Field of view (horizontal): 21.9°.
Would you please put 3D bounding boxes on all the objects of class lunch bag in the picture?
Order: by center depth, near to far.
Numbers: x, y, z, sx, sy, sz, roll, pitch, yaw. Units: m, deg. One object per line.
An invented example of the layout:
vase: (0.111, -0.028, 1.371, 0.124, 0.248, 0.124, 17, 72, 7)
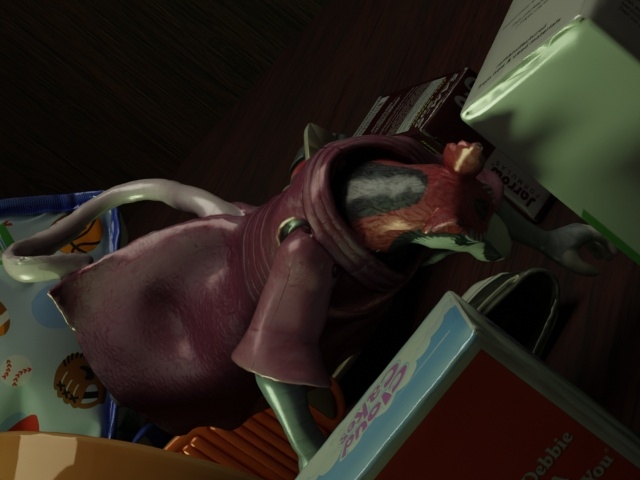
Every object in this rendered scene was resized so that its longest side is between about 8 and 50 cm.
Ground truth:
lunch bag: (-0.257, 0.189, 1.583, 0.328, 0.239, 0.385, 86, -179, -66)

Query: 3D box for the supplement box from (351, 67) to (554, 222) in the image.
supplement box: (0.117, -0.076, 1.464, 0.073, 0.130, 0.239, -55, 12, -10)

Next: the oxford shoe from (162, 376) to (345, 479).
oxford shoe: (-0.109, 0.239, 1.435, 0.364, 0.130, 0.133, -50, 6, 11)

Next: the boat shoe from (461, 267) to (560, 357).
boat shoe: (0.095, 0.104, 1.150, 0.219, 0.078, 0.070, -56, 11, -24)

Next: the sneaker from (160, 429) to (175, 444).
sneaker: (-0.125, 0.168, 1.790, 0.225, 0.088, 0.093, -48, 11, 20)

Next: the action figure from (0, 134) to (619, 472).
action figure: (0.000, 0.000, 1.061, 0.248, 0.276, 0.370, -40, -1, -34)

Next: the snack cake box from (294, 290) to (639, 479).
snack cake box: (0.051, 0.179, 0.910, 0.264, 0.152, 0.089, -51, 12, 7)

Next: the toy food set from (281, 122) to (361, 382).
toy food set: (-0.060, 0.067, 1.551, 0.306, 0.092, 0.220, 126, 148, -44)

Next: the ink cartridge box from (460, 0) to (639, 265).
ink cartridge box: (0.229, -0.126, 0.998, 0.117, 0.201, 0.278, -39, 18, 47)

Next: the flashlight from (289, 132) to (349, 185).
flashlight: (-0.012, -0.002, 1.818, 0.103, 0.103, 0.304, -43, 14, 35)

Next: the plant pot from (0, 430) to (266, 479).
plant pot: (-0.129, 0.271, 1.099, 0.291, 0.291, 0.203, -33, 39, 59)
